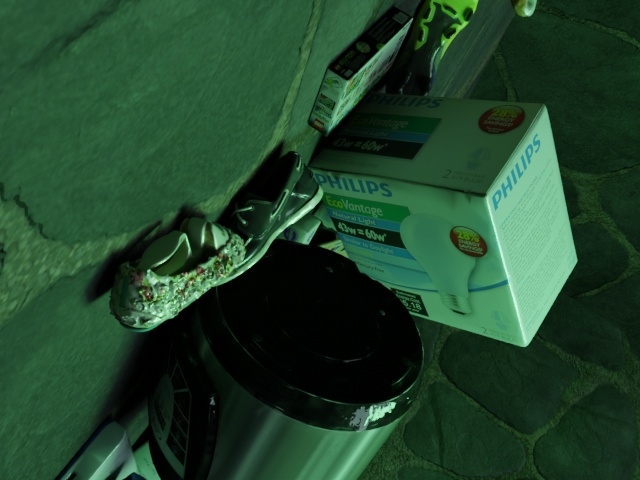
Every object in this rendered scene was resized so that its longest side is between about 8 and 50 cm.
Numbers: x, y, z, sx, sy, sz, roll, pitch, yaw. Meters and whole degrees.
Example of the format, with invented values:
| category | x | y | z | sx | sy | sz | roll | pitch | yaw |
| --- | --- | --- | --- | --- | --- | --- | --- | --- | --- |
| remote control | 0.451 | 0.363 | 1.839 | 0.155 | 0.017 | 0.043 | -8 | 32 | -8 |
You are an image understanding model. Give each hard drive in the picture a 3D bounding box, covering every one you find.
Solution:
| category | x | y | z | sx | sy | sz | roll | pitch | yaw |
| --- | --- | --- | --- | --- | --- | --- | --- | --- | --- |
| hard drive | -0.377 | 0.412 | 1.218 | 0.210 | 0.040 | 0.319 | -52 | 171 | -27 |

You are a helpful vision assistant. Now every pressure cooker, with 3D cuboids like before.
| category | x | y | z | sx | sy | sz | roll | pitch | yaw |
| --- | --- | --- | --- | --- | --- | --- | --- | --- | --- |
| pressure cooker | -0.073 | 0.260 | 1.224 | 0.420 | 0.375 | 0.370 | -62 | 173 | 34 |

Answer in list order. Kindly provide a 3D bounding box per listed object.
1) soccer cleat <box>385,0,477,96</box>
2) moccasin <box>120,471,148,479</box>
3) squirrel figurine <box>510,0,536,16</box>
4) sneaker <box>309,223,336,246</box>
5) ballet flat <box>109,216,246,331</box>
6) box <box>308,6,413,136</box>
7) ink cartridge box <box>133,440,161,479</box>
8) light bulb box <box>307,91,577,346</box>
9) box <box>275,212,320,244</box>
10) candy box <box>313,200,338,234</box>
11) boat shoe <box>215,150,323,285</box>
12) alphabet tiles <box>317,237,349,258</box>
| category | x | y | z | sx | sy | sz | roll | pitch | yaw |
| --- | --- | --- | --- | --- | --- | --- | --- | --- | --- |
| soccer cleat | 0.195 | -0.374 | 1.406 | 0.121 | 0.093 | 0.289 | -103 | -146 | -57 |
| moccasin | -0.366 | 0.525 | 1.229 | 0.117 | 0.137 | 0.342 | -26 | 136 | -67 |
| squirrel figurine | 0.361 | -0.508 | 1.125 | 0.370 | 0.281 | 0.397 | -51 | 171 | 12 |
| sneaker | 0.000 | 0.000 | 1.809 | 0.209 | 0.069 | 0.082 | 98 | -2 | -59 |
| ballet flat | -0.147 | 0.019 | 0.858 | 0.241 | 0.091 | 0.077 | -50 | 149 | -61 |
| box | 0.061 | -0.255 | 1.151 | 0.207 | 0.036 | 0.114 | -50 | 171 | -39 |
| ink cartridge box | -0.401 | 0.522 | 1.525 | 0.385 | 0.091 | 0.308 | -35 | 166 | -18 |
| light bulb box | 0.225 | -0.046 | 1.368 | 0.225 | 0.357 | 0.361 | -51 | 135 | -28 |
| box | -0.103 | 0.079 | 1.444 | 0.324 | 0.063 | 0.067 | -60 | 173 | 30 |
| candy box | 0.097 | -0.036 | 1.698 | 0.070 | 0.196 | 0.165 | -58 | 173 | 15 |
| boat shoe | -0.097 | -0.030 | 1.055 | 0.233 | 0.084 | 0.079 | -45 | 131 | -23 |
| alphabet tiles | -0.045 | 0.113 | 1.787 | 0.285 | 0.011 | 0.342 | -18 | 151 | -54 |
